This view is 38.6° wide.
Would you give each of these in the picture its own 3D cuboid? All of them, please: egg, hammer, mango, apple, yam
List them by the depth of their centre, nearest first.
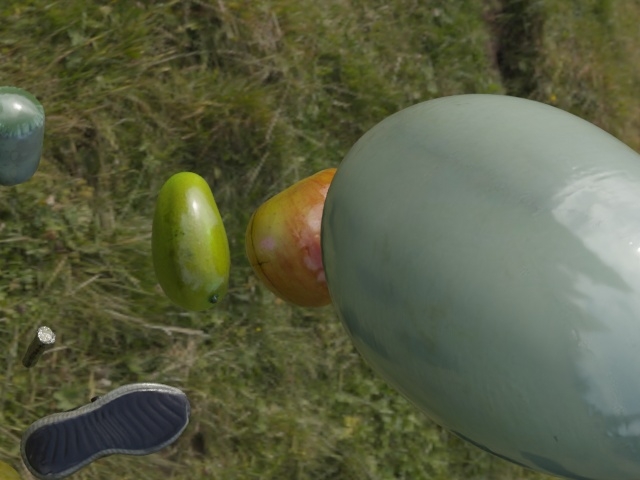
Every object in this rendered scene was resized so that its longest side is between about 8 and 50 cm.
[{"bbox_3d":[0.133,0.025,0.625,0.230,0.371,0.230,-10,116,-22],"label":"egg"},{"bbox_3d":[-0.433,0.170,1.396,0.033,0.129,0.027,47,50,3],"label":"yam"},{"bbox_3d":[-0.616,-0.112,1.609,0.119,0.206,0.335,32,57,1],"label":"hammer"},{"bbox_3d":[0.000,0.000,1.747,0.286,0.286,0.233,-31,92,-43],"label":"apple"},{"bbox_3d":[-0.255,0.003,1.778,0.149,0.185,0.273,-7,95,-13],"label":"mango"}]

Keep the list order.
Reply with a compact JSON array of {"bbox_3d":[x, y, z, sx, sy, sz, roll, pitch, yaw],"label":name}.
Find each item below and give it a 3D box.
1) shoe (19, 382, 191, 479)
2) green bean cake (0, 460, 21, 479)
[{"bbox_3d":[-0.290,0.250,1.244,0.227,0.112,0.099,-17,92,-10],"label":"shoe"},{"bbox_3d":[-0.618,0.449,1.514,0.285,0.310,0.202,42,87,-11],"label":"green bean cake"}]
